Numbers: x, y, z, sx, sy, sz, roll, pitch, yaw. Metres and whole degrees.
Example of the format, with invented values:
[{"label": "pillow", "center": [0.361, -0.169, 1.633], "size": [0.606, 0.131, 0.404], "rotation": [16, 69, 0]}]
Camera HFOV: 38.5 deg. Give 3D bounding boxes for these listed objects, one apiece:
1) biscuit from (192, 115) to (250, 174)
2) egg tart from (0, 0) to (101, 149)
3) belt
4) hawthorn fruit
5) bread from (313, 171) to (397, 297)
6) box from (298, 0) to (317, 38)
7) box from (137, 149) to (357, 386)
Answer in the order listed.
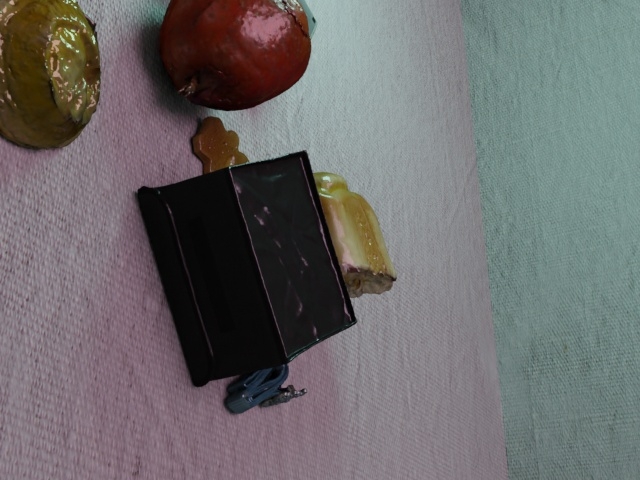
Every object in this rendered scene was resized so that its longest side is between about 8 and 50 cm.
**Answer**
[{"label": "biscuit", "center": [-0.182, -0.152, 1.766], "size": [0.184, 0.027, 0.134], "rotation": [45, 44, -42]}, {"label": "egg tart", "center": [-0.383, -0.249, 1.323], "size": [0.232, 0.098, 0.252], "rotation": [49, 53, -53]}, {"label": "belt", "center": [-0.104, 0.272, 1.652], "size": [0.100, 0.065, 0.179], "rotation": [64, 29, -1]}, {"label": "hawthorn fruit", "center": [-0.176, -0.346, 1.657], "size": [0.307, 0.276, 0.276], "rotation": [-52, 123, -36]}, {"label": "bread", "center": [0.000, 0.000, 1.852], "size": [0.315, 0.211, 0.270], "rotation": [16, 54, -68]}, {"label": "box", "center": [-0.121, -0.485, 1.969], "size": [0.225, 0.117, 0.225], "rotation": [56, 32, -31]}, {"label": "box", "center": [-0.119, 0.036, 1.569], "size": [0.251, 0.204, 0.345], "rotation": [-20, 93, -58]}]
